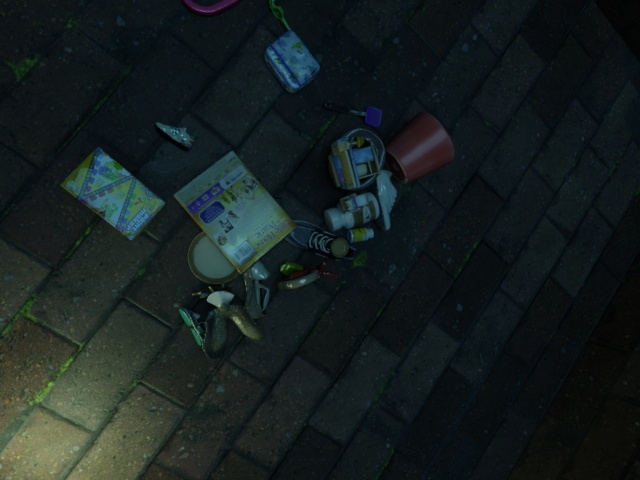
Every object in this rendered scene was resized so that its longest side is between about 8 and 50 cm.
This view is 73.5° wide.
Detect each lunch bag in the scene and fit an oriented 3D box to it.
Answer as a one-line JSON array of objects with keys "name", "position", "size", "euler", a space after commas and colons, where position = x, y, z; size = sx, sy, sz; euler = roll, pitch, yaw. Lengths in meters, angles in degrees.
[{"name": "lunch bag", "position": [-0.125, -0.757, 1.829], "size": [0.176, 0.090, 0.219], "euler": [-39, 104, -10]}]

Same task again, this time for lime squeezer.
[{"name": "lime squeezer", "position": [-0.170, -0.996, 1.824], "size": [0.109, 0.058, 0.311], "euler": [-20, 100, -47]}]

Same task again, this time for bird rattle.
[{"name": "bird rattle", "position": [-0.067, 0.163, 1.825], "size": [0.207, 0.253, 0.143], "euler": [-30, 112, -54]}]

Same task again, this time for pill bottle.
[{"name": "pill bottle", "position": [0.185, -0.027, 1.992], "size": [0.116, 0.065, 0.065], "euler": [-7, 96, -19]}, {"name": "pill bottle", "position": [0.139, -0.125, 1.935], "size": [0.229, 0.131, 0.131], "euler": [-20, 100, -16]}]

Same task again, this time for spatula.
[{"name": "spatula", "position": [0.152, -0.588, 1.962], "size": [0.296, 0.030, 0.084], "euler": [7, 93, -19]}]

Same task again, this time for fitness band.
[{"name": "fitness band", "position": [-0.433, -1.034, 1.722], "size": [0.290, 0.054, 0.209], "euler": [-35, 104, -12]}]

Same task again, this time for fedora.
[{"name": "fedora", "position": [0.149, -0.358, 1.926], "size": [0.243, 0.124, 0.276], "euler": [26, 94, -16]}]

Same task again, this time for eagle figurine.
[{"name": "eagle figurine", "position": [-0.370, 0.321, 1.749], "size": [0.225, 0.226, 0.299], "euler": [-7, 78, -49]}]

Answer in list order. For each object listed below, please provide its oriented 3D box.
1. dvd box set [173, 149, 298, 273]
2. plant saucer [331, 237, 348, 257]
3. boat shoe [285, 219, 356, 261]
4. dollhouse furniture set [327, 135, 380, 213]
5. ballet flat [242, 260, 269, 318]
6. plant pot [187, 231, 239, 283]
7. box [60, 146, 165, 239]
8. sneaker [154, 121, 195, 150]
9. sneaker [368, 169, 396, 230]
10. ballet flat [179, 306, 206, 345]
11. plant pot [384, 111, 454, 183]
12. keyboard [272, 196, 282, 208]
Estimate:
[{"name": "dvd box set", "position": [-0.342, -0.116, 1.757], "size": [0.307, 0.062, 0.420], "euler": [-42, 91, -12]}, {"name": "plant saucer", "position": [0.079, 0.031, 1.818], "size": [0.083, 0.015, 0.084], "euler": [-2, 94, -24]}, {"name": "boat shoe", "position": [0.000, 0.000, 1.881], "size": [0.340, 0.158, 0.127], "euler": [19, 87, -19]}, {"name": "dollhouse furniture set", "position": [0.173, -0.268, 1.710], "size": [0.198, 0.303, 0.287], "euler": [-17, 95, -6]}, {"name": "ballet flat", "position": [-0.266, 0.180, 1.823], "size": [0.106, 0.107, 0.316], "euler": [2, 103, 25]}, {"name": "plant pot", "position": [-0.436, 0.064, 1.804], "size": [0.236, 0.032, 0.237], "euler": [-1, 93, -19]}, {"name": "box", "position": [-0.728, -0.160, 1.553], "size": [0.279, 0.290, 0.177], "euler": [43, 79, -17]}, {"name": "sneaker", "position": [-0.580, -0.431, 1.717], "size": [0.161, 0.057, 0.075], "euler": [34, 66, -16]}, {"name": "sneaker", "position": [0.303, -0.193, 2.003], "size": [0.129, 0.111, 0.298], "euler": [-10, 98, -24]}, {"name": "ballet flat", "position": [-0.520, 0.344, 1.785], "size": [0.070, 0.070, 0.189], "euler": [-28, 104, -15]}, {"name": "plant pot", "position": [0.432, -0.404, 1.963], "size": [0.243, 0.275, 0.275], "euler": [-35, 104, -5]}, {"name": "keyboard", "position": [-0.255, -0.144, 1.849], "size": [0.191, 0.038, 0.100], "euler": [1, 93, -18]}]
